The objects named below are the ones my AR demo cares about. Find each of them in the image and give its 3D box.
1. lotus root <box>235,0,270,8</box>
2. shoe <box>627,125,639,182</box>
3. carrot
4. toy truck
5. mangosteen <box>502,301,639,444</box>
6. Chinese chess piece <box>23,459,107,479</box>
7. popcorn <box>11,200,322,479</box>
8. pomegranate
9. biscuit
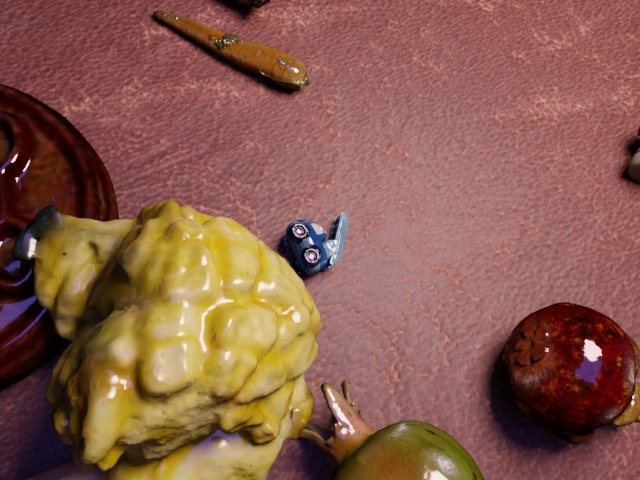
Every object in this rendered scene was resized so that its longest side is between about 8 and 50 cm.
[{"bbox_3d":[-0.134,-0.409,0.755,0.108,0.094,0.191,-40,89,5],"label":"lotus root"},{"bbox_3d":[0.563,-0.144,0.753,0.227,0.099,0.126,2,75,-2],"label":"shoe"},{"bbox_3d":[-0.130,-0.280,0.740,0.254,0.049,0.049,25,71,5],"label":"carrot"},{"bbox_3d":[0.000,0.000,0.663,0.090,0.056,0.073,-24,81,-27],"label":"toy truck"},{"bbox_3d":[0.307,0.155,0.616,0.181,0.156,0.146,13,41,-33],"label":"mangosteen"},{"bbox_3d":[-0.226,0.353,0.493,0.273,0.102,0.274,2,73,-6],"label":"Chinese chess piece"},{"bbox_3d":[-0.141,0.109,0.503,0.292,0.237,0.293,-15,54,21],"label":"popcorn"},{"bbox_3d":[0.064,0.253,0.534,0.181,0.181,0.224,-40,65,-17],"label":"pomegranate"},{"bbox_3d":[-0.448,-0.015,0.588,0.407,0.091,0.408,2,73,-6],"label":"biscuit"}]
